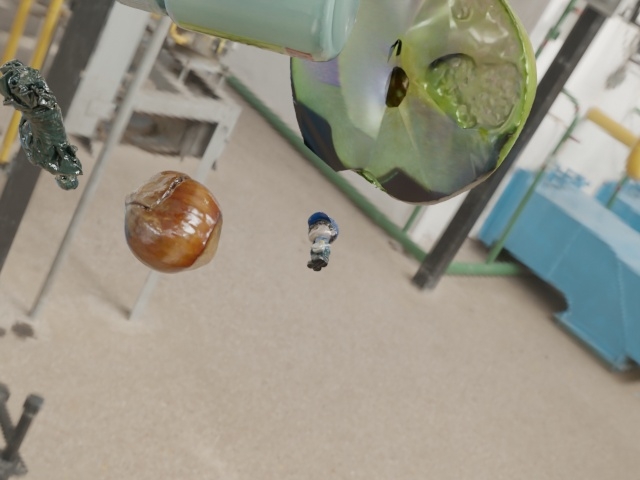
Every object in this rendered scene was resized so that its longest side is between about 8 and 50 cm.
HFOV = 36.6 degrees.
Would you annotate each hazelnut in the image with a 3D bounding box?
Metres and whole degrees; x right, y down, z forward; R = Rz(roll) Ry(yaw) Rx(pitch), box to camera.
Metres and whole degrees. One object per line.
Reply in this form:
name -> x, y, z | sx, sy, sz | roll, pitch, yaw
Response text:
hazelnut -> -0.258, -0.026, 1.687 | 0.182, 0.182, 0.182 | 24, 23, -11

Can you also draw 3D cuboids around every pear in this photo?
pear -> 0.160, -0.250, 1.452 | 0.399, 0.399, 0.165 | 41, 29, 26

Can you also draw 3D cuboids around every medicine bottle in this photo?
medicine bottle -> -0.078, -0.261, 0.930 | 0.225, 0.139, 0.139 | 16, 21, 10

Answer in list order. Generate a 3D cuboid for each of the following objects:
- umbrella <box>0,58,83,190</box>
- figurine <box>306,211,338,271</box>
umbrella -> -0.579, -0.220, 2.031 | 0.094, 0.349, 0.143 | -39, 61, -23
figurine -> 0.007, 0.004, 2.110 | 0.079, 0.077, 0.136 | 21, 48, -33
